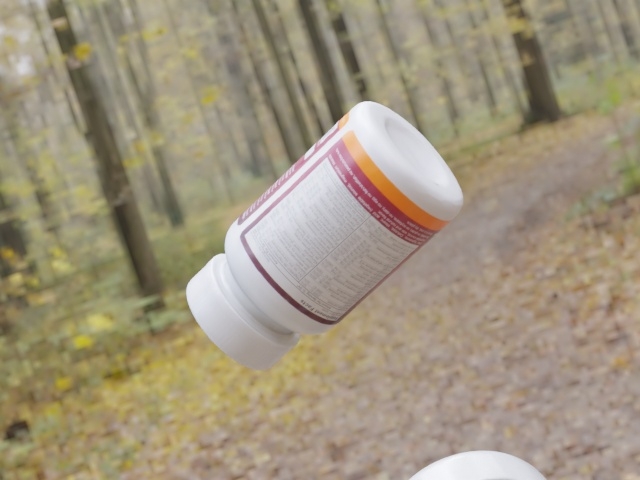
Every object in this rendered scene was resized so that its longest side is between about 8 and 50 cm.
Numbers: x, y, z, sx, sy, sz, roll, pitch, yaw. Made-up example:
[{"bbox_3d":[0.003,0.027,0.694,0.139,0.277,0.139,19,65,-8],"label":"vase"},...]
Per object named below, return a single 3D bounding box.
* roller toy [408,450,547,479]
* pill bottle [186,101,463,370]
[{"bbox_3d":[0.153,0.308,1.465,0.209,0.191,0.146,-51,25,8],"label":"roller toy"},{"bbox_3d":[0.000,0.000,1.298,0.221,0.121,0.121,-43,-5,20],"label":"pill bottle"}]
